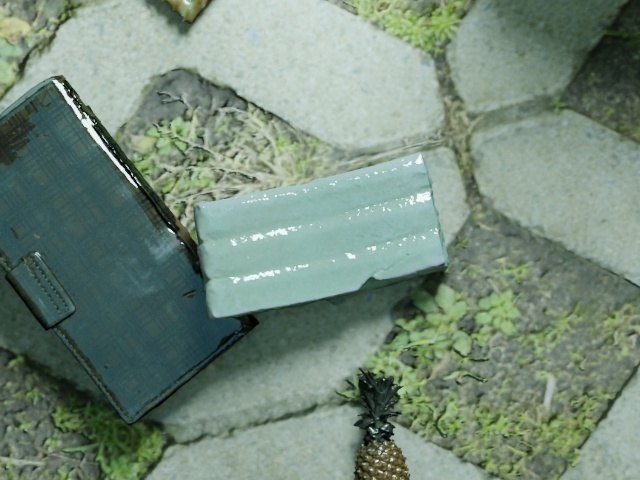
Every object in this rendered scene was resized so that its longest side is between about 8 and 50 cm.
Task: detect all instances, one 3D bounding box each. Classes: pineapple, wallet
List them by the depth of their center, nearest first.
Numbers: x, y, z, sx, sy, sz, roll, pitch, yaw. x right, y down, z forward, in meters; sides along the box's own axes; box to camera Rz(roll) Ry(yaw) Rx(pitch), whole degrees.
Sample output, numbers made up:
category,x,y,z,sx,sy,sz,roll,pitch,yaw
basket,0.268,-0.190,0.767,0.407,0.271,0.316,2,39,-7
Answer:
category,x,y,z,sx,sy,sz,roll,pitch,yaw
pineapple,0.055,0.184,1.248,0.058,0.058,0.124,-6,76,4
wallet,-0.220,0.008,1.264,0.169,0.044,0.317,-39,89,0

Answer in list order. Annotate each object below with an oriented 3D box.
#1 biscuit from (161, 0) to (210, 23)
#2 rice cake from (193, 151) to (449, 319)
category,x,y,z,sx,sy,sz,roll,pitch,yaw
biscuit,-0.172,-0.332,1.270,0.231,0.016,0.139,40,93,3
rice cake,0.000,0.000,1.234,0.237,0.043,0.127,-11,86,-4
